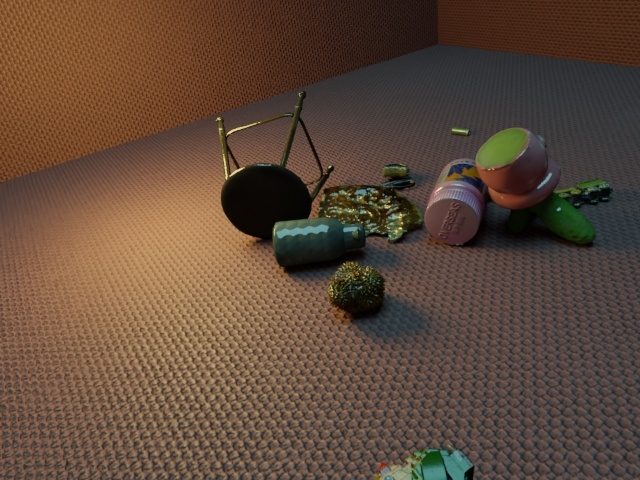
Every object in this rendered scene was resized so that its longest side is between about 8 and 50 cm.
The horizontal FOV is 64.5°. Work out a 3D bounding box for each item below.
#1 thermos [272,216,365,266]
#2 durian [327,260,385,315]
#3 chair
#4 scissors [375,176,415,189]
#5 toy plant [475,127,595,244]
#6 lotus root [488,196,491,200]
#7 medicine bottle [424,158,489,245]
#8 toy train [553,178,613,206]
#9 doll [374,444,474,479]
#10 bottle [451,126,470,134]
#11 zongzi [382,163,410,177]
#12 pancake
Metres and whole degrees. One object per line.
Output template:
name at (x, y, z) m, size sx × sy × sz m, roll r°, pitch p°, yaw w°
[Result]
thermos at (0.000, 0.000, 1.615) m, size 0.286 × 0.145 × 0.182 m, roll -6°, pitch -2°, yaw 3°
durian at (0.099, 0.129, 1.379) m, size 0.158 × 0.137 × 0.168 m, roll 15°, pitch 21°, yaw 3°
chair at (-0.173, -0.244, 1.840) m, size 0.364 × 0.362 × 0.410 m, roll -14°, pitch 39°, yaw 13°
scissors at (0.220, -0.204, 1.982) m, size 0.299 × 0.022 × 0.109 m, roll -14°, pitch 28°, yaw -4°
toy plant at (0.630, -0.153, 1.519) m, size 0.210 × 0.356 × 0.317 m, roll -38°, pitch 31°, yaw 2°
lotus root at (0.576, -0.197, 1.814) m, size 0.112 × 0.081 × 0.122 m, roll 6°, pitch 35°, yaw 28°
medicine bottle at (0.449, -0.132, 1.649) m, size 0.178 × 0.178 × 0.291 m, roll 5°, pitch 33°, yaw 23°
toy train at (0.862, -0.153, 1.684) m, size 0.202 × 0.060 × 0.081 m, roll -13°, pitch 24°, yaw -4°
doll at (0.186, 0.432, 0.877) m, size 0.186 × 0.106 × 0.134 m, roll -8°, pitch 42°, yaw 3°
bottle at (0.646, -0.503, 2.336) m, size 0.083 × 0.030 × 0.030 m, roll 19°, pitch 42°, yaw 38°
zongzi at (0.314, -0.281, 2.026) m, size 0.109 × 0.055 × 0.119 m, roll 5°, pitch 16°, yaw 23°
pancake at (0.167, -0.096, 1.803) m, size 0.426 × 0.067 × 0.305 m, roll 9°, pitch 43°, yaw 26°
